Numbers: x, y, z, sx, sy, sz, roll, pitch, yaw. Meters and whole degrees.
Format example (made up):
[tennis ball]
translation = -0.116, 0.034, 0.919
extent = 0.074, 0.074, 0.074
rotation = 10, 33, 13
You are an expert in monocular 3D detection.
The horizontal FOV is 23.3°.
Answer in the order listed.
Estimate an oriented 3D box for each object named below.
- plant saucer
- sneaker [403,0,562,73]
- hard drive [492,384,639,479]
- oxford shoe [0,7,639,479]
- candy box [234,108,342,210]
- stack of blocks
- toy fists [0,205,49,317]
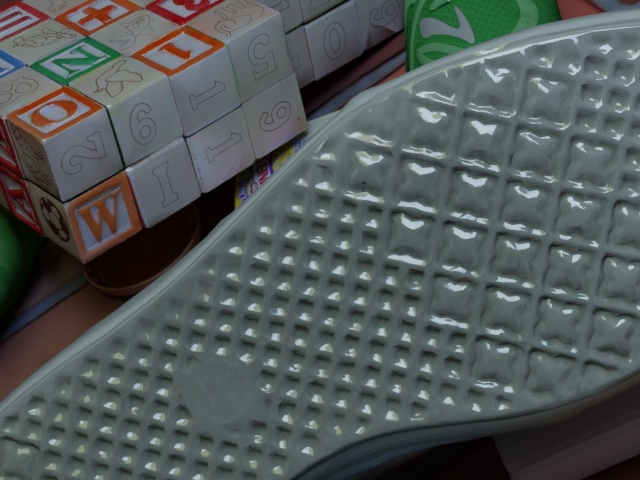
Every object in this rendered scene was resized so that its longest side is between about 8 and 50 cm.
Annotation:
[plant saucer]
translation = -0.112, 0.003, 0.987
extent = 0.083, 0.013, 0.083
rotation = -17, 43, 16
[sneaker]
translation = 0.087, -0.184, 0.973
extent = 0.109, 0.123, 0.295
rotation = -18, 42, 14
[hard drive]
translation = 0.210, -0.011, 0.786
extent = 0.308, 0.040, 0.203
rotation = -25, 40, 6
[oxford shoe]
translation = 0.025, 0.034, 0.725
extent = 0.449, 0.169, 0.130
rotation = -32, -5, 16
[candy box]
translation = 0.000, 0.000, 0.911
extent = 0.105, 0.027, 0.206
rotation = -20, 41, 16
[stack of blocks]
translation = -0.085, -0.121, 0.986
extent = 0.297, 0.087, 0.171
rotation = -33, 40, -26
[toy fists]
translation = -0.314, 0.024, 1.025
extent = 0.279, 0.096, 0.142
rotation = 0, 49, 30
